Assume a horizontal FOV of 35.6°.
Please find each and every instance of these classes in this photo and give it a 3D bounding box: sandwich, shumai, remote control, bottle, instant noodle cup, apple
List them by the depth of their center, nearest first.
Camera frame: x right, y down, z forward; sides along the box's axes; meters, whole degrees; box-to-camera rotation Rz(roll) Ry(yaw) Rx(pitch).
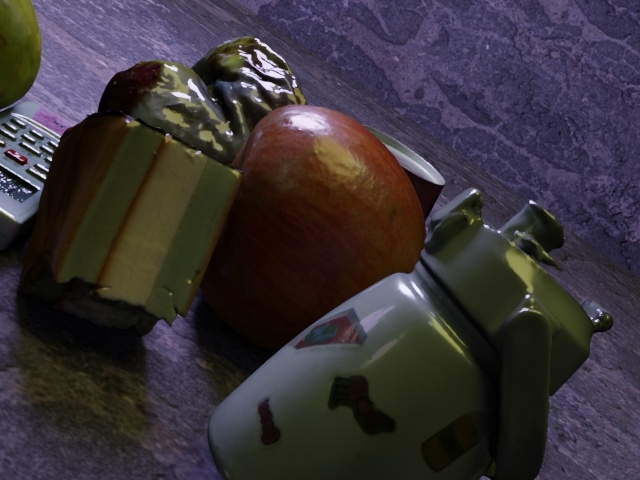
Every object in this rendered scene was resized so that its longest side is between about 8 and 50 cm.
[{"bbox_3d":[0.098,0.125,0.881,0.229,0.352,0.229,48,5,-5],"label":"bottle"},{"bbox_3d":[-0.218,-0.011,1.051,0.155,0.198,0.227,26,-10,-26],"label":"sandwich"},{"bbox_3d":[-0.360,-0.089,1.190,0.145,0.050,0.344,32,19,-5],"label":"remote control"},{"bbox_3d":[0.000,0.000,1.194,0.301,0.301,0.301,30,18,-11],"label":"apple"},{"bbox_3d":[-0.175,-0.130,1.389,0.263,0.304,0.309,-7,9,-29],"label":"shumai"},{"bbox_3d":[0.092,-0.076,1.711,0.235,0.178,0.235,31,16,-10],"label":"instant noodle cup"}]

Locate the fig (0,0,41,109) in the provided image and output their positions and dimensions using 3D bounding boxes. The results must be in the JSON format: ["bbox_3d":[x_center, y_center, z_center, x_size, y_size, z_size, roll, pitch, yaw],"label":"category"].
[{"bbox_3d":[-0.464,-0.269,1.171,0.258,0.258,0.326,44,5,29],"label":"fig"}]
